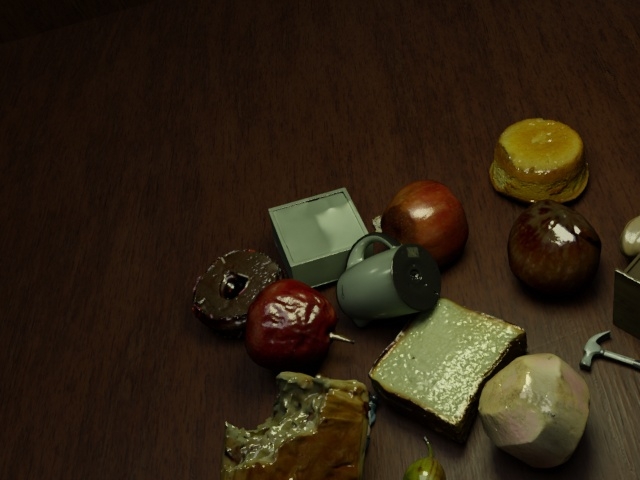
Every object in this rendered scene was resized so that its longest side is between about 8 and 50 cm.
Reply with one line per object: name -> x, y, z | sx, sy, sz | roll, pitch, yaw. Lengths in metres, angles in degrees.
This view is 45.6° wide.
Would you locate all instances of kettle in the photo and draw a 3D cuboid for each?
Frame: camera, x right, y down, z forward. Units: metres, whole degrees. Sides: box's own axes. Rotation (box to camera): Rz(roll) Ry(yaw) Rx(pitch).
kettle -> 0.149, 0.085, 1.853 | 0.236, 0.161, 0.221 | -24, 72, 50

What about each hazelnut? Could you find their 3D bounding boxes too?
hazelnut -> 0.543, 0.019, 1.796 | 0.218, 0.218, 0.234 | -35, 51, -10

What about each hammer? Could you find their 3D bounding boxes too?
hammer -> 0.699, 0.267, 1.650 | 0.246, 0.029, 0.103 | 16, 59, 28

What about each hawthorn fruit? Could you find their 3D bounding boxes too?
hawthorn fruit -> -0.046, 0.215, 1.856 | 0.265, 0.210, 0.230 | 11, 61, 4

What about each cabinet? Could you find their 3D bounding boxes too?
cabinet -> 0.746, 0.102, 1.641 | 0.175, 0.215, 0.148 | -42, 50, -16

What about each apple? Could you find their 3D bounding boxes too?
apple -> 0.256, -0.038, 1.938 | 0.229, 0.230, 0.230 | -10, 49, 12

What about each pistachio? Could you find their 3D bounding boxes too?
pistachio -> 0.779, -0.014, 1.790 | 0.124, 0.124, 0.185 | 27, 58, 35

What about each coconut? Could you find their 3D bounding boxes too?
coconut -> 0.449, 0.345, 1.547 | 0.237, 0.237, 0.197 | -58, 15, -28

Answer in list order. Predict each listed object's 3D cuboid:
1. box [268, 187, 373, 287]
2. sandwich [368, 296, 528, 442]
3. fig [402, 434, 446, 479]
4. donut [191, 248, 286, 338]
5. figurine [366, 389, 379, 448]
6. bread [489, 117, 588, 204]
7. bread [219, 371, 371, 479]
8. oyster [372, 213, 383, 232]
box -> 0.000, 0.000, 2.045 | 0.224, 0.117, 0.225 | -16, 47, -9
sandwich -> 0.282, 0.283, 1.739 | 0.271, 0.099, 0.301 | 21, 59, 40
fig -> 0.226, 0.474, 1.606 | 0.093, 0.093, 0.166 | 2, 51, 22
donut -> -0.214, 0.144, 2.038 | 0.269, 0.103, 0.270 | -11, 46, 12
figurine -> 0.083, 0.410, 1.721 | 0.086, 0.087, 0.149 | 31, 45, -5
bread -> 0.582, -0.208, 2.015 | 0.268, 0.146, 0.268 | -8, 48, 9
bread -> -0.069, 0.457, 1.562 | 0.314, 0.191, 0.370 | 9, 75, -21
oyster -> 0.173, -0.043, 2.108 | 0.054, 0.019, 0.083 | -16, 50, 9
